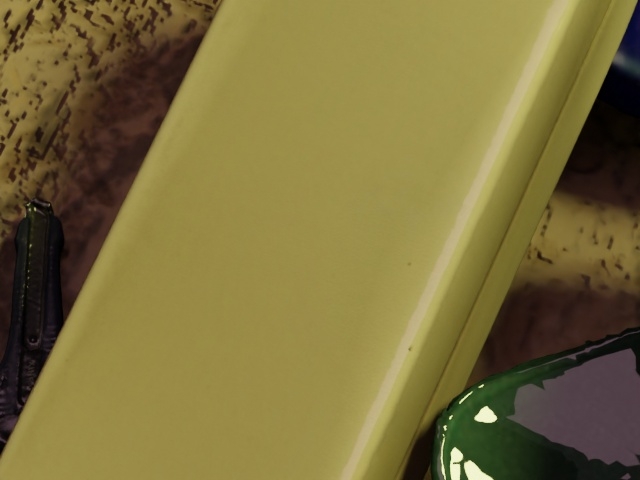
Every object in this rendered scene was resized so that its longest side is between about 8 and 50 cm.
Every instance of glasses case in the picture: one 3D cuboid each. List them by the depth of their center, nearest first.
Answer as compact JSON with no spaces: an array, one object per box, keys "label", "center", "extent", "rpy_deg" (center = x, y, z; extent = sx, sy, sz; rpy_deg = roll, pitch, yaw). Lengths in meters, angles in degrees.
[{"label":"glasses case","center":[0.000,0.000,0.752],"extent":[0.144,0.076,0.336],"rpy_deg":[23,81,22]}]

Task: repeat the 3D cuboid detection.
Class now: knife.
[{"label":"knife","center":[-0.125,0.037,0.823],"extent":[0.031,0.018,0.121],"rpy_deg":[-1,61,0]}]

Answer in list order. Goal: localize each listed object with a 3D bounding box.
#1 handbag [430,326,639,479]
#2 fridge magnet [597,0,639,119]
[{"label":"handbag","center":[0.220,0.128,0.720],"extent":[0.326,0.089,0.238],"rpy_deg":[-16,63,-6]},{"label":"fridge magnet","center":[0.197,-0.155,0.849],"extent":[0.265,0.112,0.265],"rpy_deg":[-1,63,3]}]
